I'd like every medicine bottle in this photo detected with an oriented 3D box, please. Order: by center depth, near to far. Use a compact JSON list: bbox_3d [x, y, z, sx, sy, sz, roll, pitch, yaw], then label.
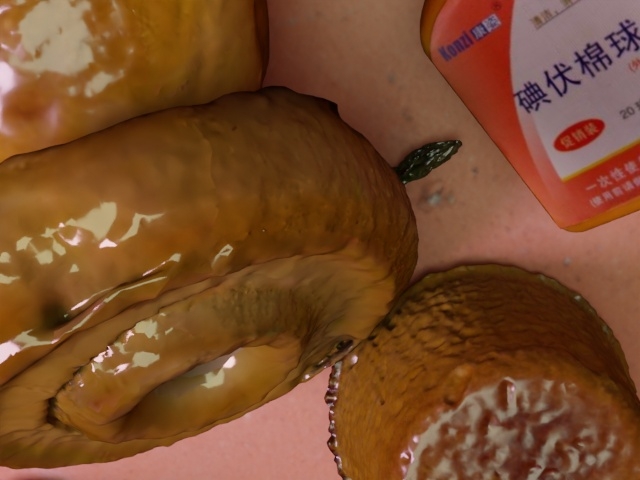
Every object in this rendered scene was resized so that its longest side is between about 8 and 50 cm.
[{"bbox_3d":[0.138,-0.132,0.481,0.222,0.112,0.149,50,134,-10],"label":"medicine bottle"}]

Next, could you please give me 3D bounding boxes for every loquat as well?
[{"bbox_3d":[-0.137,-0.115,0.496,0.238,0.193,0.238,4,127,5],"label":"loquat"}]

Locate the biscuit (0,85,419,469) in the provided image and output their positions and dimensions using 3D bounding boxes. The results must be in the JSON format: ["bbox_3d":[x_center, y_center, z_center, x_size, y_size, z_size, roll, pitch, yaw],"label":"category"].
[{"bbox_3d":[-0.081,0.043,0.493,0.296,0.296,0.102,-30,65,15],"label":"biscuit"}]

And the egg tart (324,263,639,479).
[{"bbox_3d":[0.111,0.124,0.559,0.215,0.171,0.215,0,95,-1],"label":"egg tart"}]

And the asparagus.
[{"bbox_3d":[0.000,0.000,0.609,0.233,0.022,0.023,-38,72,18],"label":"asparagus"}]
